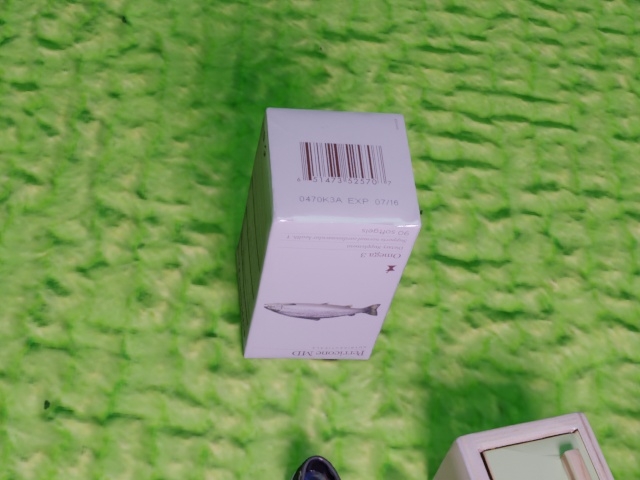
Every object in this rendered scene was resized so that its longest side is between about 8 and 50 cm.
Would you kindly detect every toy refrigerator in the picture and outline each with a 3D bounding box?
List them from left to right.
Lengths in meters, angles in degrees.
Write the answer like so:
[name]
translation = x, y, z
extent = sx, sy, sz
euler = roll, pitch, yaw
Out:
[toy refrigerator]
translation = 0.171, 0.256, 0.805
extent = 0.102, 0.094, 0.269
euler = -8, 56, -16

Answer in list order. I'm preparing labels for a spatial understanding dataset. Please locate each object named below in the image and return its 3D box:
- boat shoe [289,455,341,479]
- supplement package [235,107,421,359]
[boat shoe]
translation = 0.008, 0.215, 0.835
extent = 0.049, 0.040, 0.142
euler = -9, 57, -18
[supplement package]
translation = 0.000, 0.000, 0.903
extent = 0.105, 0.179, 0.105
euler = 1, 54, -10
